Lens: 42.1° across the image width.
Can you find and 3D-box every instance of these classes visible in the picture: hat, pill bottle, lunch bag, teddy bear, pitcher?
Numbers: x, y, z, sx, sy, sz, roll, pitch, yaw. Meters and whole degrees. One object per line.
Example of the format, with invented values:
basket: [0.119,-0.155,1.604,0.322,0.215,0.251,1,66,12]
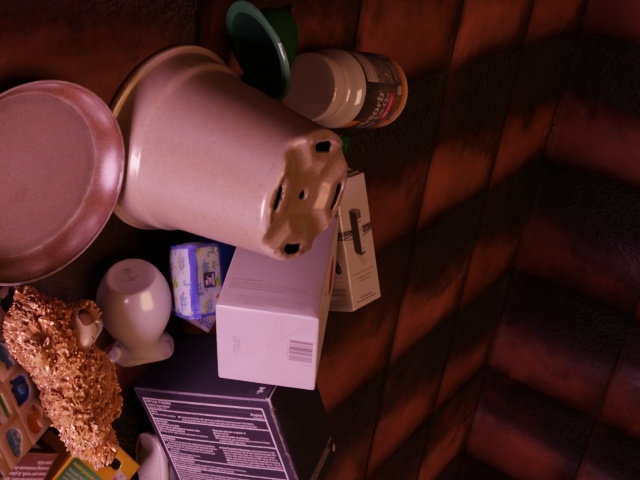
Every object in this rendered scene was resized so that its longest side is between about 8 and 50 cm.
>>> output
hat: [-0.047,-0.369,1.451,0.183,0.208,0.173,-31,159,-24]
pill bottle: [0.050,-0.309,1.700,0.278,0.162,0.162,-13,122,-56]
lunch bag: [-0.219,0.067,1.452,0.151,0.096,0.129,-173,-102,-84]
teddy bear: [-0.368,0.208,1.289,0.245,0.113,0.338,-83,166,-61]
pitcher: [-0.343,0.141,1.443,0.178,0.125,0.207,-24,143,-27]

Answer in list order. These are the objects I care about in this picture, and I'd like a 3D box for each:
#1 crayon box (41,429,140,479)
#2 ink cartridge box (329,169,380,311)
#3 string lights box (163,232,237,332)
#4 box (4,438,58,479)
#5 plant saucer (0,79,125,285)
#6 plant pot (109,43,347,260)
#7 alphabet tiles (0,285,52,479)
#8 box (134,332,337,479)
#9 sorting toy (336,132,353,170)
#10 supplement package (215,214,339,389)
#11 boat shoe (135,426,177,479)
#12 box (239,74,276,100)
crayon box: [-0.487,0.481,1.480,0.323,0.083,0.203,-52,149,-23]
ink cartridge box: [0.000,0.000,1.731,0.114,0.197,0.273,-21,106,-52]
string lights box: [-0.207,0.035,1.618,0.260,0.077,0.133,-60,151,-11]
box: [-0.580,0.456,1.250,0.381,0.143,0.191,-65,152,-5]
plant saucer: [-0.416,-0.085,1.192,0.310,0.050,0.310,-37,140,-39]
plant pot: [-0.138,-0.123,1.375,0.334,0.305,0.334,-39,141,-40]
alphabet tiles: [-0.487,0.205,1.149,0.342,0.011,0.285,-60,136,-60]
box: [-0.154,0.347,1.622,0.183,0.296,0.294,-58,140,-49]
sorting toy: [0.012,-0.108,1.912,0.132,0.046,0.274,18,95,-62]
supplement package: [-0.071,0.095,1.507,0.293,0.175,0.177,-78,173,-51]
boat shoe: [-0.326,0.527,1.757,0.099,0.116,0.319,-24,125,-50]
box: [-0.113,-0.286,1.558,0.083,0.052,0.062,-48,148,-27]
